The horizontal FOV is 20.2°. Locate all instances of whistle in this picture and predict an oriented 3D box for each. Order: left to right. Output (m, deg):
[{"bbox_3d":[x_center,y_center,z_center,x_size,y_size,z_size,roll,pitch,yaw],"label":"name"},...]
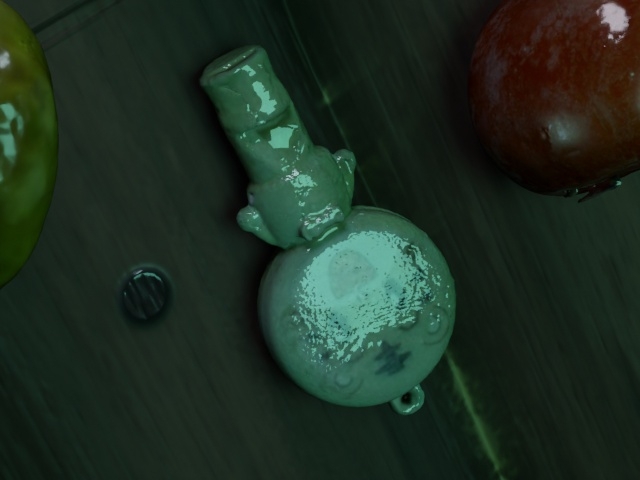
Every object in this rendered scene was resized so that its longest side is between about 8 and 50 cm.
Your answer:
[{"bbox_3d":[0.000,0.000,1.113,0.126,0.067,0.258,-32,109,-12],"label":"whistle"}]

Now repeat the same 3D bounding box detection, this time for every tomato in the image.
[{"bbox_3d":[0.190,-0.111,1.159,0.187,0.187,0.151,-10,80,-32],"label":"tomato"}]

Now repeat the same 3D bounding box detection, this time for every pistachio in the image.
[{"bbox_3d":[-0.193,-0.034,0.935,0.110,0.100,0.189,23,104,9],"label":"pistachio"}]
